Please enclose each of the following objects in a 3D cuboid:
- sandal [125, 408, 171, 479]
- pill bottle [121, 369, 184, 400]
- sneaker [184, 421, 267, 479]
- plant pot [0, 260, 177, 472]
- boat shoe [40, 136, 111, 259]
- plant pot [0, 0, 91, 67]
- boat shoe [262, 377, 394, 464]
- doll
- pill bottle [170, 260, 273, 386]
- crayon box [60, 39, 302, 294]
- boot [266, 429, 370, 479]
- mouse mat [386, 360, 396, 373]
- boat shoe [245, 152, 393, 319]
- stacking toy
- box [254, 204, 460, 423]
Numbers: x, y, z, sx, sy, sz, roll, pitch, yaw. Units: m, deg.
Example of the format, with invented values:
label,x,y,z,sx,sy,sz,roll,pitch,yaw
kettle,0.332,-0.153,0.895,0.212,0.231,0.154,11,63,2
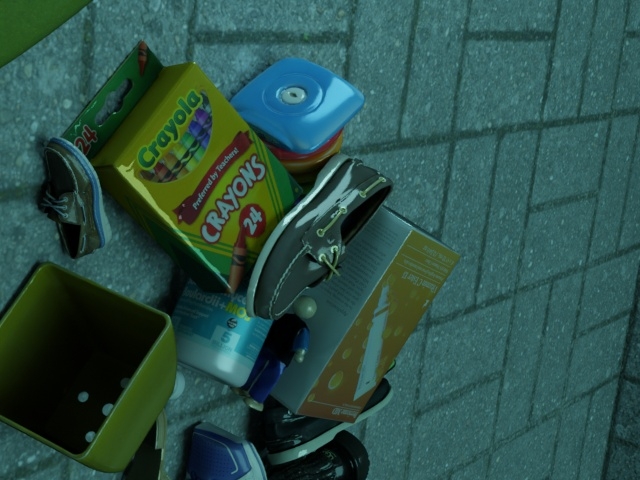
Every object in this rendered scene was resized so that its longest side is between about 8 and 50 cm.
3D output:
label,x,y,z,sx,sy,sz,roll,pitch,yaw
sandal,-0.251,0.364,1.855,0.079,0.088,0.240,5,95,-50
pill bottle,-0.256,0.207,1.799,0.120,0.067,0.067,21,86,-57
sneaker,-0.188,0.470,1.955,0.182,0.127,0.315,-28,127,-50
plant pot,-0.309,0.189,1.609,0.212,0.212,0.187,-59,157,-21
boat shoe,-0.326,-0.050,1.592,0.066,0.066,0.183,-46,137,-33
plant pot,-0.324,-0.344,1.330,0.293,0.275,0.275,-56,145,0
boat shoe,0.009,0.286,2.179,0.340,0.127,0.113,-24,92,-45
doll,-0.070,0.164,1.885,0.046,0.129,0.189,29,96,-46
pill bottle,-0.132,0.079,1.855,0.146,0.146,0.264,39,70,-54
crayon box,-0.184,-0.100,1.687,0.318,0.081,0.202,48,61,-31
boot,-0.050,0.516,2.168,0.260,0.131,0.347,-27,132,-41
mouse mat,0.054,0.174,2.189,0.153,0.007,0.189,-31,93,-49
boat shoe,0.000,0.000,1.786,0.324,0.097,0.116,-55,160,-37
stacking toy,-0.034,-0.124,1.938,0.166,0.175,0.301,-44,151,-28
box,0.040,0.106,1.992,0.345,0.168,0.215,-58,150,5
